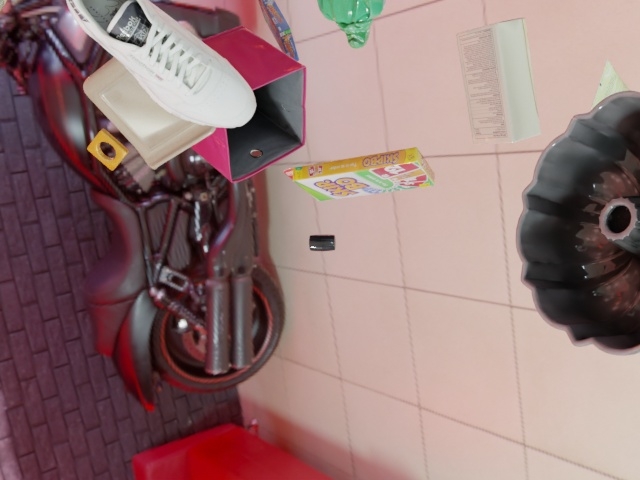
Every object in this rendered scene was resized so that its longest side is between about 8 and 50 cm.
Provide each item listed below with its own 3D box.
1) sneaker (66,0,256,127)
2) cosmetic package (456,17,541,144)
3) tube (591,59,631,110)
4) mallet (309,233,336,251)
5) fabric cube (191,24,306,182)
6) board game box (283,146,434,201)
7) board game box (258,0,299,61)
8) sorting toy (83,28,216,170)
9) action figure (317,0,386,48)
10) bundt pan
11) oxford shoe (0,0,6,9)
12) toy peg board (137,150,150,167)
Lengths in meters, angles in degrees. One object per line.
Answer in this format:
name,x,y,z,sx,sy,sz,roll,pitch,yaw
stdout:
sneaker,-0.170,-0.200,0.714,0.090,0.235,0.095,-57,17,-1
cosmetic package,0.478,-0.422,1.782,0.160,0.113,0.310,13,118,60
tube,0.570,-0.259,1.266,0.062,0.240,0.070,-31,63,31
mallet,0.000,0.000,1.580,0.190,0.062,0.039,-131,40,-84
fabric cube,-0.213,-0.352,1.700,0.258,0.254,0.259,39,147,30
board game box,0.070,-0.118,1.228,0.259,0.124,0.039,-4,73,23
board game box,-0.126,-0.626,1.915,0.136,0.035,0.201,69,175,-62
sorting toy,-0.298,-0.243,1.170,0.347,0.047,0.196,-23,115,32
action figure,0.031,-0.320,0.702,0.137,0.063,0.232,11,123,26
bundt pan,0.410,-0.017,0.833,0.331,0.124,0.331,-26,59,55
oxford shoe,-0.742,-0.448,1.113,0.449,0.169,0.130,8,153,17
toy peg board,-0.372,-0.274,1.460,0.079,0.161,0.161,28,159,33
